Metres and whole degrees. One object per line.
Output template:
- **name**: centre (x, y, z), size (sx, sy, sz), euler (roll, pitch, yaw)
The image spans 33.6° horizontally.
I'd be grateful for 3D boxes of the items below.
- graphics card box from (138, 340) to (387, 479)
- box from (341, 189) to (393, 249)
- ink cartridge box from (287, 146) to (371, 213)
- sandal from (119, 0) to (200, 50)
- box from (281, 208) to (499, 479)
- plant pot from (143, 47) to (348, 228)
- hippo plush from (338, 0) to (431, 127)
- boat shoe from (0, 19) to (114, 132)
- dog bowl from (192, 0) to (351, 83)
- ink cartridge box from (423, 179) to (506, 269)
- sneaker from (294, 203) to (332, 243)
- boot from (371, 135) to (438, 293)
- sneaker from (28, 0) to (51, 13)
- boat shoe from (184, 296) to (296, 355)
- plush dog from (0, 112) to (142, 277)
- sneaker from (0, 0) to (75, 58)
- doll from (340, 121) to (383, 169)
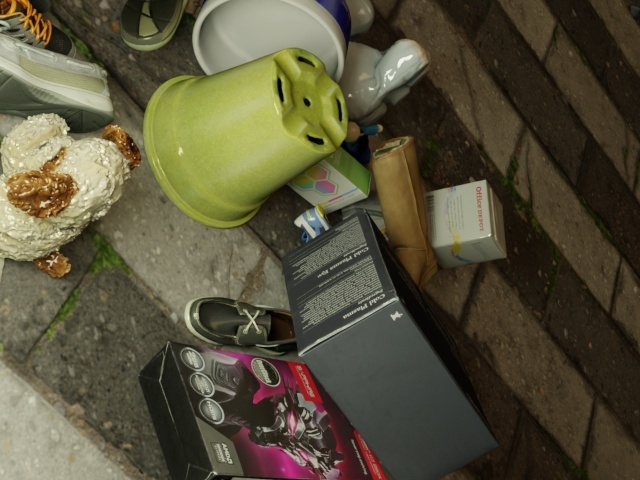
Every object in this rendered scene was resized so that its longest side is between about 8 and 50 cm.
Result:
- **graphics card box**: centre (-0.081, 0.289, 1.611), size (0.371, 0.094, 0.232), euler (16, 39, -43)
- **box**: centre (0.107, -0.007, 2.071), size (0.145, 0.038, 0.186), euler (8, 69, -48)
- **ink cartridge box**: centre (-0.016, -0.139, 1.931), size (0.209, 0.109, 0.062), euler (38, 47, -32)
- **sandal**: centre (-0.259, -0.407, 1.791), size (0.086, 0.120, 0.302), euler (80, 23, -47)
- **box**: centre (0.106, 0.178, 1.746), size (0.343, 0.179, 0.312), euler (55, 8, -26)
- **plant pot**: centre (-0.104, -0.186, 1.734), size (0.276, 0.254, 0.276), euler (23, 57, -41)
- **hippo plush**: centre (0.046, -0.348, 2.071), size (0.294, 0.234, 0.236), euler (-38, 85, -8)
- **boat shoe**: centre (-0.425, -0.241, 1.497), size (0.320, 0.118, 0.103), euler (15, 61, -50)
- **dog bowl**: centre (-0.082, -0.355, 1.829), size (0.265, 0.265, 0.104), euler (39, 46, -32)
- **ink cartridge box**: centre (0.275, -0.027, 2.141), size (0.127, 0.176, 0.128), euler (42, 43, -56)
- **sneaker**: centre (0.000, 0.000, 1.937), size (0.053, 0.059, 0.144), euler (-108, 173, -59)
- **boot**: centre (0.135, -0.033, 1.966), size (0.236, 0.089, 0.269), euler (-47, 128, -59)
- **sneaker**: centre (-0.491, -0.455, 1.537), size (0.270, 0.090, 0.144), euler (31, 54, -34)
- **boat shoe**: centre (-0.117, 0.131, 1.716), size (0.233, 0.079, 0.084), euler (18, 62, -42)
- **plush dog**: centre (-0.352, -0.061, 1.408), size (0.210, 0.225, 0.262), euler (58, 40, -13)
- **sneaker**: centre (-0.442, -0.315, 1.537), size (0.215, 0.083, 0.084), euler (21, 56, -44)
- **doll**: centre (0.063, -0.178, 1.991), size (0.046, 0.129, 0.189), euler (60, -2, 19)
